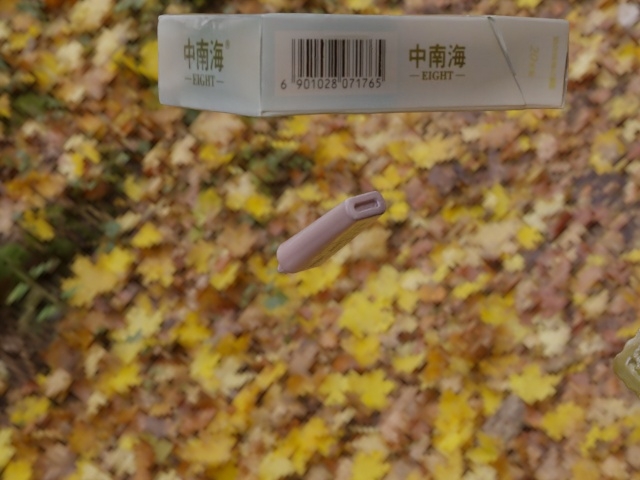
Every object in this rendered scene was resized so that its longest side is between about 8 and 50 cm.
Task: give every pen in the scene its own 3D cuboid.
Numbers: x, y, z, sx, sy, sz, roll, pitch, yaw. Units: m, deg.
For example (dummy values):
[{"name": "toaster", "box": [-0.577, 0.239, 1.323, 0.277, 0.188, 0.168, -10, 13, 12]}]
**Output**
[{"name": "pen", "box": [0.000, 0.000, 1.295, 0.053, 0.032, 0.197, -17, -10, -28]}]

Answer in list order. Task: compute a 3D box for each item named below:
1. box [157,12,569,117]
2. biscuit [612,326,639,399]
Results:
[{"name": "box", "box": [0.029, -0.123, 0.943, 0.155, 0.243, 0.067, 17, 109, 56]}, {"name": "biscuit", "box": [0.384, 0.130, 1.174, 0.172, 0.029, 0.254, -50, 55, 10]}]
